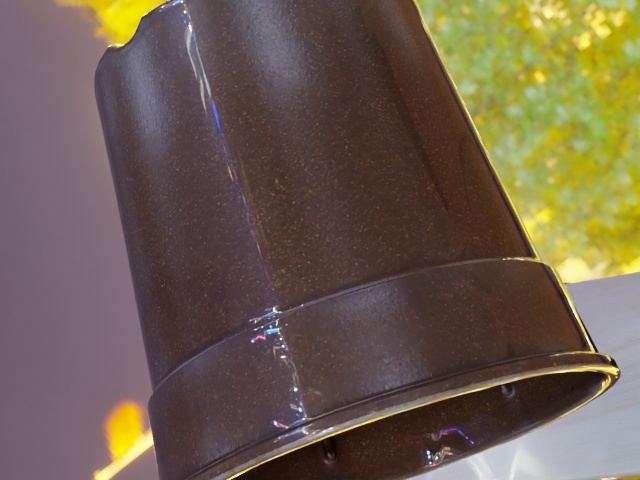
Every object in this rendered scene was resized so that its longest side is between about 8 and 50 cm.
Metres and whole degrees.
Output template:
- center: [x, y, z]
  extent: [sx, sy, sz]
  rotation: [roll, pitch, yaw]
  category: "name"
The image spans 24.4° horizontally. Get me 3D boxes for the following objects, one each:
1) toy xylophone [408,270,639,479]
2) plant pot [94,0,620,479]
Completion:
- center: [0.165, 0.112, 0.786]
  extent: [0.081, 0.323, 0.236]
  rotation: [49, -134, -49]
  category: "toy xylophone"
- center: [0.000, 0.000, 0.530]
  extent: [0.167, 0.167, 0.165]
  rotation: [12, -124, -58]
  category: "plant pot"
